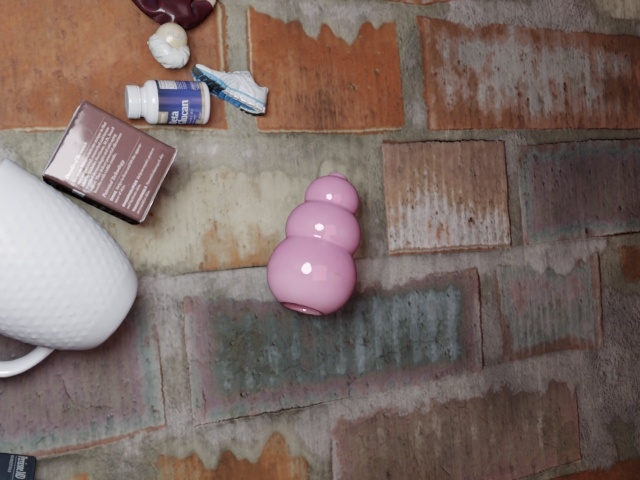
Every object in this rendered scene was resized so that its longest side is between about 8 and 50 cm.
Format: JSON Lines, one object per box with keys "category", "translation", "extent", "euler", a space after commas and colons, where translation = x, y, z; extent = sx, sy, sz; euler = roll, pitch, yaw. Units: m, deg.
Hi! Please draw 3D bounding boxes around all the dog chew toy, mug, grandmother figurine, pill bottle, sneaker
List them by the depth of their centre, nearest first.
{"category": "mug", "translation": [-0.555, 0.090, 1.170], "extent": [0.328, 0.276, 0.374], "euler": [39, 92, -28]}
{"category": "pill bottle", "translation": [-0.331, -0.298, 1.351], "extent": [0.169, 0.094, 0.094], "euler": [-5, 91, -23]}
{"category": "grandmother figurine", "translation": [-0.321, -0.543, 1.358], "extent": [0.207, 0.104, 0.342], "euler": [3, 86, -15]}
{"category": "sneaker", "translation": [-0.203, -0.361, 1.429], "extent": [0.190, 0.071, 0.083], "euler": [25, 73, -30]}
{"category": "dog chew toy", "translation": [0.000, 0.000, 1.444], "extent": [0.206, 0.206, 0.332], "euler": [21, 73, -22]}

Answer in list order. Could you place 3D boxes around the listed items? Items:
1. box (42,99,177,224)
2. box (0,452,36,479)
{"category": "box", "translation": [-0.428, -0.150, 1.268], "extent": [0.203, 0.168, 0.167], "euler": [27, 80, -20]}
{"category": "box", "translation": [-0.721, 0.493, 1.067], "extent": [0.395, 0.293, 0.212], "euler": [16, 84, -23]}
